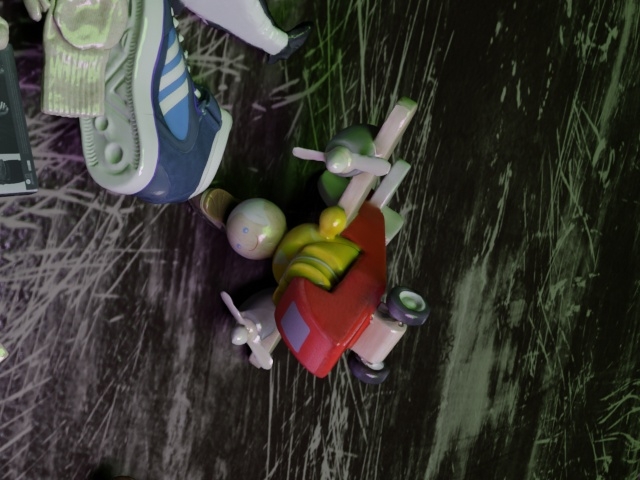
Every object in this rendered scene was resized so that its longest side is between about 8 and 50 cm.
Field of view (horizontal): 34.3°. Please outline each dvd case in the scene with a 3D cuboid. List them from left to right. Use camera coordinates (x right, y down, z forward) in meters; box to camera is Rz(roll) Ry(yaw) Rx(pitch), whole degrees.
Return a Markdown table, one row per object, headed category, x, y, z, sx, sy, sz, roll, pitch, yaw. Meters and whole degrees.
| category | x | y | z | sx | sy | sz | roll | pitch | yaw |
| --- | --- | --- | --- | --- | --- | --- | --- | --- | --- |
| dvd case | -0.432 | -0.129 | 1.118 | 0.238 | 0.029 | 0.179 | -8 | 84 | -42 |

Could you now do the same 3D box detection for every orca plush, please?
| category | x | y | z | sx | sy | sz | roll | pitch | yaw |
| --- | --- | --- | --- | --- | --- | --- | --- | --- | --- |
| orca plush | -0.111 | -0.346 | 1.356 | 0.287 | 0.151 | 0.102 | 20 | 59 | -43 |

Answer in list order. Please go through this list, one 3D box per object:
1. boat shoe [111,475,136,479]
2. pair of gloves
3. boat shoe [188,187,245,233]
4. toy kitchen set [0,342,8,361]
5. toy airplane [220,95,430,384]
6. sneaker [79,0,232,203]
| category | x | y | z | sx | sy | sz | roll | pitch | yaw |
| --- | --- | --- | --- | --- | --- | --- | --- | --- | --- |
| boat shoe | -0.236 | 0.430 | 1.523 | 0.104 | 0.110 | 0.307 | -43 | 140 | -30 |
| pair of gloves | -0.332 | -0.253 | 1.143 | 0.240 | 0.042 | 0.204 | 12 | 88 | -26 |
| boat shoe | -0.139 | -0.043 | 1.474 | 0.056 | 0.049 | 0.152 | -61 | 154 | -10 |
| toy kitchen set | -0.432 | 0.106 | 1.162 | 0.122 | 0.207 | 0.166 | -41 | 108 | -26 |
| toy airplane | 0.000 | 0.000 | 1.471 | 0.272 | 0.384 | 0.386 | 22 | 79 | -12 |
| sneaker | -0.206 | -0.207 | 1.321 | 0.236 | 0.130 | 0.323 | -1 | 87 | -67 |
